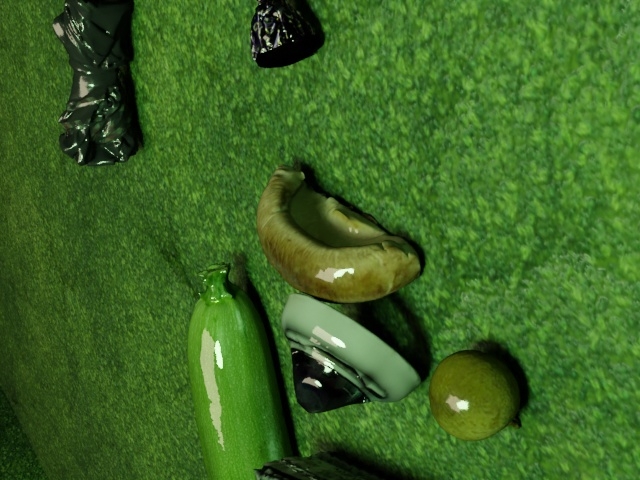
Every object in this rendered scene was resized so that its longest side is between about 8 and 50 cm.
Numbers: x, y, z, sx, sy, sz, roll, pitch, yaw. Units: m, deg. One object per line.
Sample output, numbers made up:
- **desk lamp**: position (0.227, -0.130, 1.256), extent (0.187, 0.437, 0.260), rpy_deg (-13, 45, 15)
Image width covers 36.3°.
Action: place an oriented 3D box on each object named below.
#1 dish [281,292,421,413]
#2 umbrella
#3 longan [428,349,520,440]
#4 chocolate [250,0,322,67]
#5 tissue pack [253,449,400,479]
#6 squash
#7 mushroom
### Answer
- **dish**: position (0.010, 0.117, 0.861), extent (0.141, 0.078, 0.141), rpy_deg (32, 165, 10)
- **umbrella**: position (-0.291, -0.232, 1.256), extent (0.110, 0.122, 0.272), rpy_deg (9, 118, 11)
- **longan**: position (0.123, 0.123, 0.753), extent (0.083, 0.075, 0.075), rpy_deg (31, 153, -11)
- **chocolate**: position (-0.043, -0.230, 0.861), extent (0.072, 0.070, 0.147), rpy_deg (161, 101, -73)
- **tissue pack**: position (0.051, 0.348, 0.922), extent (0.332, 0.123, 0.245), rpy_deg (2, 95, 61)
- **squash**: position (-0.091, 0.219, 1.149), extent (0.107, 0.107, 0.395), rpy_deg (13, 117, 59)
- **mushroom**: position (-0.001, 0.001, 0.878), extent (0.209, 0.094, 0.072), rpy_deg (35, 132, 44)
